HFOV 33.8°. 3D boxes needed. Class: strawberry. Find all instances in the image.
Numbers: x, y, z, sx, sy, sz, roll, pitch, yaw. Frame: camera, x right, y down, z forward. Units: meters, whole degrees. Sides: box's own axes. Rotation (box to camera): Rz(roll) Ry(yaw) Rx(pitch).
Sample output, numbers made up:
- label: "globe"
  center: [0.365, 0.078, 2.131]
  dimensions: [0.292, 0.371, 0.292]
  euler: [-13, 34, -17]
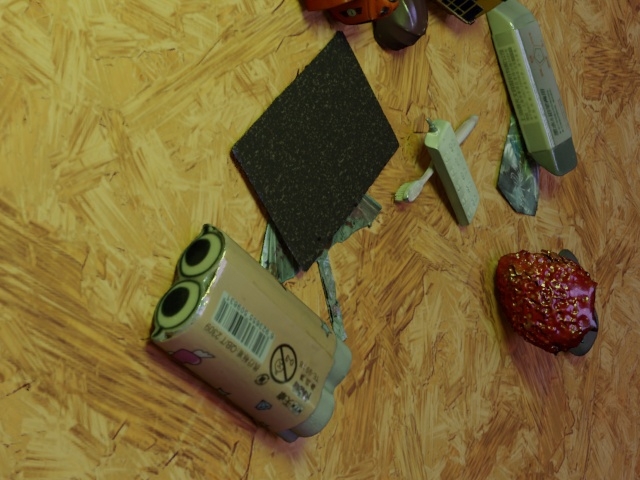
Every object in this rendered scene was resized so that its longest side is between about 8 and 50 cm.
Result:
- label: "strawberry"
  center: [0.400, 0.102, 1.904]
  dimensions: [0.201, 0.184, 0.187]
  euler: [35, 61, -10]

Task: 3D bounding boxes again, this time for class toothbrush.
- label: "toothbrush"
  center: [0.201, -0.143, 1.780]
  dimensions: [0.307, 0.029, 0.025]
  euler: [-47, 126, -45]

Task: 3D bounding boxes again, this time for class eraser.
- label: "eraser"
  center: [0.400, -0.290, 1.981]
  dimensions: [0.089, 0.061, 0.352]
  euler: [-29, 104, -43]
- label: "eraser"
  center: [-0.079, 0.128, 1.365]
  dimensions: [0.290, 0.087, 0.171]
  euler: [44, 59, -39]

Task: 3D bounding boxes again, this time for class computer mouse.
- label: "computer mouse"
  center: [0.497, 0.125, 2.097]
  dimensions: [0.120, 0.057, 0.232]
  euler: [-55, 130, -37]

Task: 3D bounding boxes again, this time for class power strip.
- label: "power strip"
  center: [0.220, -0.117, 1.758]
  dimensions: [0.060, 0.027, 0.253]
  euler: [-65, 144, -29]

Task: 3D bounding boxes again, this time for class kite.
- label: "kite"
  center: [0.000, 0.000, 1.529]
  dimensions: [0.335, 0.011, 0.314]
  euler: [-32, 112, -47]
- label: "kite"
  center: [0.400, -0.199, 2.039]
  dimensions: [0.169, 0.015, 0.310]
  euler: [34, 62, -46]

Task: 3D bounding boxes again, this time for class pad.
- label: "pad"
  center: [0.004, -0.137, 1.538]
  dimensions: [0.330, 0.004, 0.220]
  euler: [-53, 124, -40]

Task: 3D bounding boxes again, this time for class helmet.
- label: "helmet"
  center: [0.130, -0.365, 1.670]
  dimensions: [0.098, 0.070, 0.123]
  euler: [-12, 98, -50]

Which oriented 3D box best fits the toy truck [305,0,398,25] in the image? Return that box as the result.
- label: "toy truck"
  center: [0.009, -0.413, 1.495]
  dimensions: [0.114, 0.107, 0.253]
  euler: [-50, 123, -40]

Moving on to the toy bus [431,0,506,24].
- label: "toy bus"
  center: [0.219, -0.446, 1.748]
  dimensions: [0.201, 0.114, 0.098]
  euler: [22, 42, -49]
